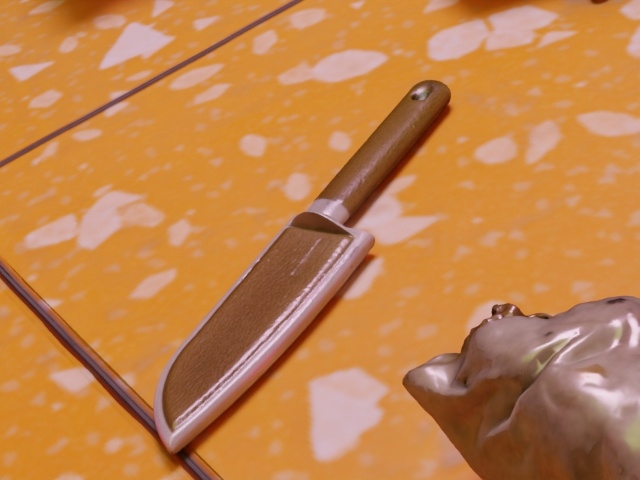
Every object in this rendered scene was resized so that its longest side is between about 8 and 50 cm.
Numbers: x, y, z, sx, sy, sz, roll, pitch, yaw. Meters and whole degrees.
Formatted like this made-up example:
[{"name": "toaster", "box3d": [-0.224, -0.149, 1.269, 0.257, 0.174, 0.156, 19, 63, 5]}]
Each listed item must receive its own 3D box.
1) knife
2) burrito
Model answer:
[{"name": "knife", "box3d": [0.000, -0.001, 0.600, 0.046, 0.022, 0.256, 13, 45, 31]}, {"name": "burrito", "box3d": [0.185, 0.098, 0.337, 0.117, 0.076, 0.392, -30, 38, -28]}]
